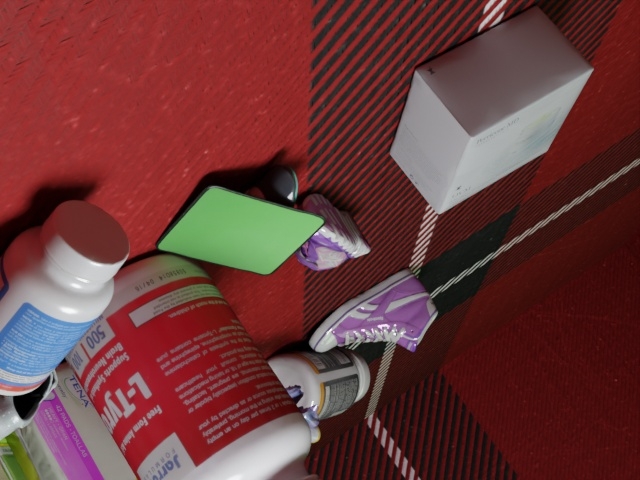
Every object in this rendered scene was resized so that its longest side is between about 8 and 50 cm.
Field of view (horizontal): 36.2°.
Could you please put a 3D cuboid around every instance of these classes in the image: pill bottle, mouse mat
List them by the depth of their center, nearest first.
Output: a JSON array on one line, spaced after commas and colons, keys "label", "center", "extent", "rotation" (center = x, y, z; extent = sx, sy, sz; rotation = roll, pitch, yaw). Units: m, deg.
[{"label": "pill bottle", "center": [-0.305, 0.062, 1.080], "extent": [0.221, 0.124, 0.124], "rotation": [-45, 160, 28]}, {"label": "mouse mat", "center": [-0.105, -0.009, 1.304], "extent": [0.190, 0.007, 0.152], "rotation": [15, 138, -35]}, {"label": "pill bottle", "center": [-0.159, 0.235, 1.311], "extent": [0.229, 0.407, 0.229], "rotation": [-32, 161, -13]}, {"label": "pill bottle", "center": [-0.010, 0.316, 2.160], "extent": [0.162, 0.162, 0.278], "rotation": [-44, 160, 22]}]

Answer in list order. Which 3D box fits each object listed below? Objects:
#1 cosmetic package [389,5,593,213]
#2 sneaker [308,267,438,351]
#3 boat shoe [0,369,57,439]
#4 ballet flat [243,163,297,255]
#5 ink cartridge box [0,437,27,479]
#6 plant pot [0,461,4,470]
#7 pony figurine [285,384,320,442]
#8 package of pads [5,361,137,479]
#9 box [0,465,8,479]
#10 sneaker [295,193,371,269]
[{"label": "cosmetic package", "center": [0.243, -0.186, 1.433], "extent": [0.224, 0.138, 0.224], "rotation": [-30, 159, -18]}, {"label": "sneaker", "center": [0.123, 0.191, 2.101], "extent": [0.282, 0.161, 0.102], "rotation": [-32, 163, -10]}, {"label": "boat shoe", "center": [-0.363, 0.180, 1.201], "extent": [0.081, 0.079, 0.227], "rotation": [-20, -165, 5]}, {"label": "ballet flat", "center": [-0.087, -0.028, 1.340], "extent": [0.074, 0.074, 0.203], "rotation": [-25, 161, -30]}, {"label": "ink cartridge box", "center": [-0.457, 0.366, 1.596], "extent": [0.255, 0.097, 0.189], "rotation": [-38, 161, 7]}, {"label": "plant pot", "center": [-0.533, 0.385, 1.296], "extent": [0.229, 0.263, 0.263], "rotation": [-18, 157, -15]}, {"label": "pony figurine", "center": [-0.173, 0.330, 1.754], "extent": [0.351, 0.303, 0.363], "rotation": [-20, 162, 37]}, {"label": "package of pads", "center": [-0.299, 0.302, 1.402], "extent": [0.229, 0.296, 0.101], "rotation": [-16, 156, -47]}, {"label": "box", "center": [-0.489, 0.285, 1.106], "extent": [0.213, 0.243, 0.117], "rotation": [-36, 161, 1]}, {"label": "sneaker", "center": [0.000, 0.000, 1.535], "extent": [0.104, 0.095, 0.236], "rotation": [-31, 163, 10]}]
